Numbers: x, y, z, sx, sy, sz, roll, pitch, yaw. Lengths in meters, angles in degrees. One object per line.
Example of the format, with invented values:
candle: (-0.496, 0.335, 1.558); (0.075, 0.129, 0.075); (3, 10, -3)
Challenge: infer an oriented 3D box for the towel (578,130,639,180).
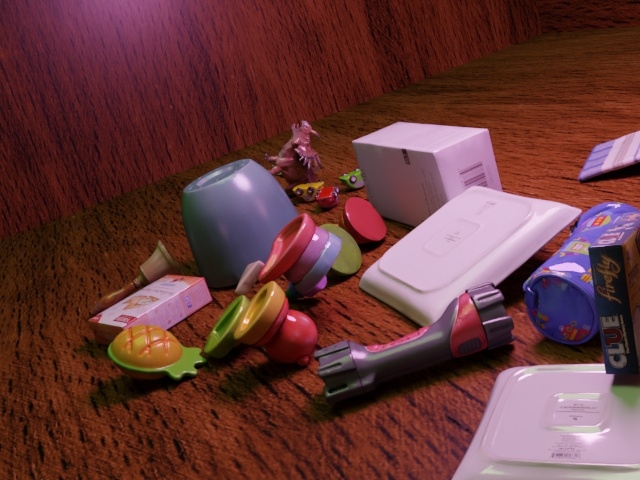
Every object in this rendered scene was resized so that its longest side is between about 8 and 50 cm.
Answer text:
towel: (0.746, -0.216, 1.735); (0.285, 0.034, 0.209); (-19, 15, 37)

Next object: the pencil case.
pencil case: (0.427, 0.041, 1.214); (0.133, 0.119, 0.306); (16, 34, 31)

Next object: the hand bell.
hand bell: (-0.471, 0.116, 1.914); (0.242, 0.126, 0.126); (-35, 21, -8)

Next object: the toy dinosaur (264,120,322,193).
toy dinosaur: (-0.067, -0.220, 2.352); (0.201, 0.295, 0.127); (-9, 58, 14)

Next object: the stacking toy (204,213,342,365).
stacking toy: (-0.076, 0.121, 1.447); (0.279, 0.130, 0.309); (-38, 21, 49)

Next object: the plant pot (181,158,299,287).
plant pot: (-0.204, -0.060, 1.869); (0.293, 0.235, 0.293); (-22, 17, 7)

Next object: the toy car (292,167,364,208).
toy car: (0.055, -0.157, 2.246); (0.225, 0.053, 0.239); (-23, 20, -17)

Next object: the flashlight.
flashlight: (0.142, 0.157, 1.184); (0.304, 0.103, 0.103); (-18, -8, 2)

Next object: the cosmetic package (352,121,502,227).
cosmetic package: (0.248, -0.154, 1.804); (0.156, 0.217, 0.385); (-25, 18, -21)

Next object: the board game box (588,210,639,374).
board game box: (0.417, 0.061, 1.019); (0.042, 0.165, 0.243); (-6, 8, 33)

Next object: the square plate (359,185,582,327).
square plate: (0.257, 0.009, 1.437); (0.344, 0.049, 0.347); (-39, 21, -9)

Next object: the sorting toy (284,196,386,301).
sorting toy: (0.017, 0.035, 1.702); (0.126, 0.127, 0.365); (-41, 3, 39)

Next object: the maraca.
maraca: (-0.311, 0.218, 1.442); (0.186, 0.099, 0.127); (14, 29, 11)

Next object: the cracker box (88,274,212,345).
cracker box: (-0.383, 0.158, 1.718); (0.156, 0.067, 0.232); (1, 27, 46)

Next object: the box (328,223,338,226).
box: (0.000, 0.000, 1.884); (0.136, 0.028, 0.081); (-31, 22, -29)

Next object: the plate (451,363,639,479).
plate: (0.314, 0.222, 0.920); (0.277, 0.045, 0.278); (-6, 22, 30)
